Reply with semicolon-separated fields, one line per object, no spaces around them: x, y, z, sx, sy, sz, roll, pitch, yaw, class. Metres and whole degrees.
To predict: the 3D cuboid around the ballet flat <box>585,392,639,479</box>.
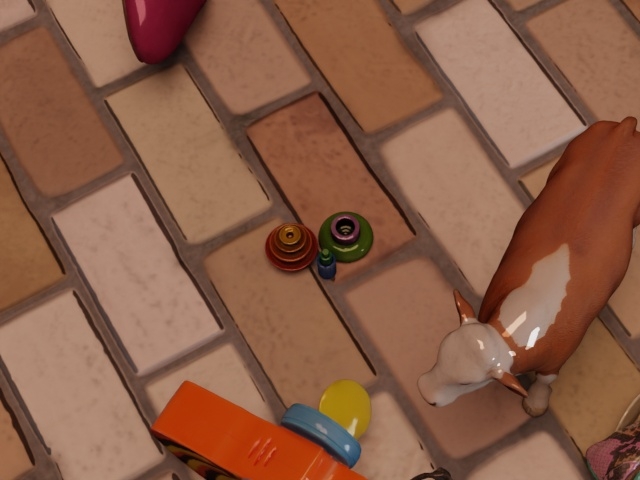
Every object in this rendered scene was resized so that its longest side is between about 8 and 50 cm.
0.319;0.140;1.226;0.221;0.077;0.079;-32;48;-12;ballet flat

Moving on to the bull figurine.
0.191;0.038;1.208;0.101;0.188;0.310;31;69;16;bull figurine

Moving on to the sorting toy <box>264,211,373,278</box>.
0.000;0.000;1.314;0.102;0.042;0.061;-15;65;-5;sorting toy

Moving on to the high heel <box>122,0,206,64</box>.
-0.081;-0.330;1.422;0.181;0.127;0.377;2;61;15;high heel

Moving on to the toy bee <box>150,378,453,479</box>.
-0.003;0.223;1.168;0.195;0.162;0.298;-39;44;-6;toy bee
